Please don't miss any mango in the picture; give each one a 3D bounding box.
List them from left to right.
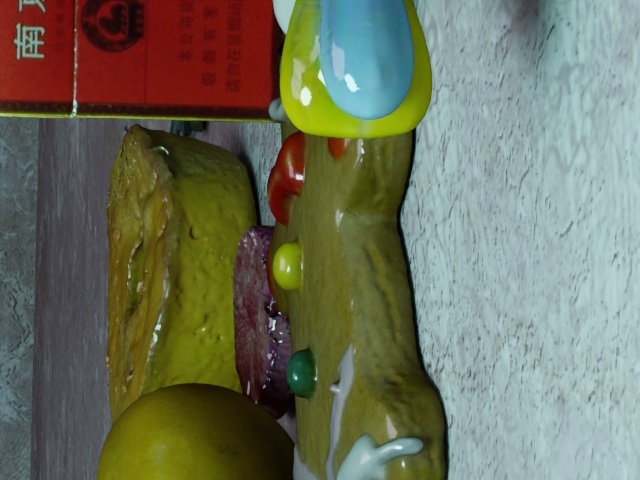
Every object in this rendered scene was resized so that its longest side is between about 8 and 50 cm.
[{"bbox_3d":[-0.083,0.186,1.357,0.175,0.139,0.254,55,-173,2],"label":"mango"}]

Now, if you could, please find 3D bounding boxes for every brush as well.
[{"bbox_3d":[-0.143,-0.101,1.964,0.266,0.027,0.062,120,149,-70],"label":"brush"}]

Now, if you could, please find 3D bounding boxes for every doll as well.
[{"bbox_3d":[0.028,-0.235,0.998,0.366,0.187,0.376,-98,-9,-64],"label":"doll"}]

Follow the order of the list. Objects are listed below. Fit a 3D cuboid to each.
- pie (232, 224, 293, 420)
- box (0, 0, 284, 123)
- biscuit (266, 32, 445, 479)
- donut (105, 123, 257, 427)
[{"bbox_3d":[-0.041,0.063,1.503,0.154,0.036,0.154,-179,90,-76],"label":"pie"},{"bbox_3d":[-0.147,-0.170,1.516,0.074,0.239,0.153,-138,50,-76],"label":"box"},{"bbox_3d":[-0.001,0.000,1.287,0.283,0.064,0.432,120,147,-64],"label":"biscuit"},{"bbox_3d":[-0.121,0.037,1.676,0.277,0.108,0.278,-179,90,-76],"label":"donut"}]
